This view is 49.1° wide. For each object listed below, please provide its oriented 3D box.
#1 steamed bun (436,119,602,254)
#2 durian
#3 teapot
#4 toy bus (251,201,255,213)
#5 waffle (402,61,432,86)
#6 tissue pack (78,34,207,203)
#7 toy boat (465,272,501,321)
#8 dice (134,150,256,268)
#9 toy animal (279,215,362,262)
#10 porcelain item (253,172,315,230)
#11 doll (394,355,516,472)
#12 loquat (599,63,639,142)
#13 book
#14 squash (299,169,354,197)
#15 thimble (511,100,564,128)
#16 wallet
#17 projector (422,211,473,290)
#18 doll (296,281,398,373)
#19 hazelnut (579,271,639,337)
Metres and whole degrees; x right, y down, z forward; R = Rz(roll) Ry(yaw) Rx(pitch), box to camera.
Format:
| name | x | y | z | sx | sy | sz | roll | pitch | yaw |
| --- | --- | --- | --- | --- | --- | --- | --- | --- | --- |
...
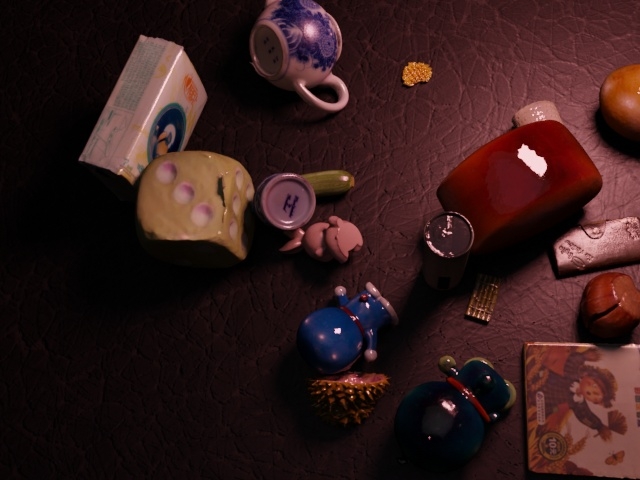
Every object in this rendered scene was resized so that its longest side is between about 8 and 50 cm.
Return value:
| name | x | y | z | sx | sy | sz | roll | pitch | yaw |
| --- | --- | --- | --- | --- | --- | --- | --- | --- | --- |
| steamed bun | 0.482 | -0.135 | 1.666 | 0.379 | 0.248 | 0.235 | -23 | 69 | -13 |
| durian | 0.056 | 0.363 | 1.676 | 0.182 | 0.165 | 0.132 | 21 | 42 | -7 |
| teapot | -0.046 | -0.549 | 1.952 | 0.280 | 0.252 | 0.424 | -24 | 87 | -38 |
| toy bus | -0.150 | -0.079 | 1.874 | 0.046 | 0.083 | 0.038 | -1 | 71 | 22 |
| waffle | 0.272 | -0.468 | 1.971 | 0.085 | 0.016 | 0.078 | -1 | 71 | 9 |
| tissue pack | -0.467 | -0.309 | 1.900 | 0.162 | 0.287 | 0.388 | 18 | 75 | 11 |
| toy boat | 0.405 | 0.141 | 1.736 | 0.063 | 0.016 | 0.115 | 16 | 75 | 15 |
| dice | -0.319 | -0.075 | 1.811 | 0.249 | 0.254 | 0.252 | -1 | 72 | 13 |
| toy animal | 0.001 | 0.002 | 1.821 | 0.212 | 0.124 | 0.124 | -4 | 67 | 43 |
| porcelain item | -0.094 | -0.100 | 1.787 | 0.147 | 0.114 | 0.147 | -2 | 95 | -17 |
| doll | 0.294 | 0.390 | 1.582 | 0.198 | 0.186 | 0.322 | 41 | 79 | 20 |
| loquat | 0.811 | -0.338 | 1.752 | 0.179 | 0.179 | 0.227 | -42 | 66 | -6 |
| book | 0.686 | 0.385 | 1.591 | 0.427 | 0.039 | 0.300 | 0 | 71 | 10 |
| squash | -0.017 | -0.147 | 1.880 | 0.219 | 0.068 | 0.077 | -10 | 51 | 7 |
| thimble | 0.564 | -0.304 | 1.820 | 0.115 | 0.102 | 0.090 | -9 | 66 | -25 |
| wallet | 0.682 | 0.010 | 1.726 | 0.232 | 0.031 | 0.122 | -11 | 71 | 7 |
| projector | 0.290 | 0.031 | 1.625 | 0.108 | 0.337 | 0.108 | -2 | 74 | 7 |
| doll | 0.061 | 0.216 | 1.711 | 0.256 | 0.161 | 0.215 | -29 | 50 | -18 |
| hazelnut | 0.675 | 0.151 | 1.634 | 0.143 | 0.143 | 0.154 | -6 | 62 | 8 |
